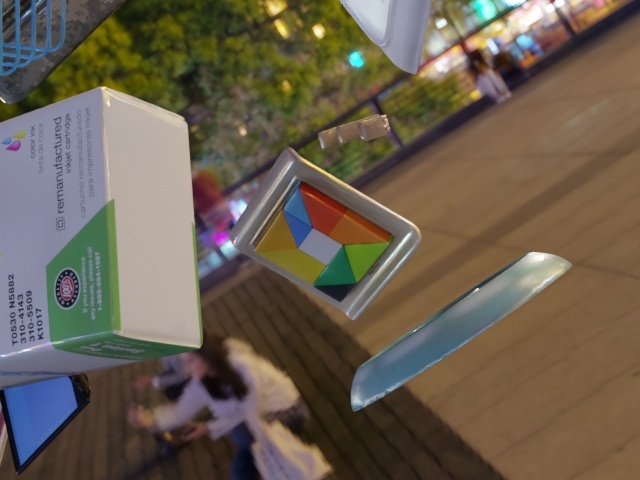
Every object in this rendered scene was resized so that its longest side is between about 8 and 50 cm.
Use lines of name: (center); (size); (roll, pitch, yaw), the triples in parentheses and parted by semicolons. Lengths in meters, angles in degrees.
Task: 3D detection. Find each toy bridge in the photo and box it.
toy bridge: (0.052, -0.143, 1.520); (0.063, 0.026, 0.188); (-19, 7, -15)

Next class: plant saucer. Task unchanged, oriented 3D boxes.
plant saucer: (0.160, 0.102, 1.425); (0.318, 0.043, 0.317); (-35, -4, -3)

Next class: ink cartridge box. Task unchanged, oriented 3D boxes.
ink cartridge box: (-0.247, 0.012, 0.995); (0.278, 0.201, 0.117); (-14, -16, 30)

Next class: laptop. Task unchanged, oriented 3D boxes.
laptop: (-0.358, 0.095, 1.347); (0.137, 0.234, 0.264); (-23, -35, -3)

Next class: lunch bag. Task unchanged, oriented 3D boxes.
lunch bag: (-0.451, -0.383, 1.666); (0.305, 0.256, 0.212); (-44, 39, -4)

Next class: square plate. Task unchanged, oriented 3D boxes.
square plate: (0.056, -0.464, 1.859); (0.049, 0.344, 0.347); (-31, -19, -13)

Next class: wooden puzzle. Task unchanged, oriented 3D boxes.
wooden puzzle: (0.000, 0.000, 1.739); (0.221, 0.239, 0.044); (-53, 5, 43)

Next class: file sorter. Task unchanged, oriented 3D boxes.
file sorter: (-0.336, -0.228, 1.174); (0.118, 0.104, 0.170); (8, 21, 8)

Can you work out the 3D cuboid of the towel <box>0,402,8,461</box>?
towel: (-0.561, 0.252, 1.520); (0.329, 0.237, 0.037); (11, -8, 12)
